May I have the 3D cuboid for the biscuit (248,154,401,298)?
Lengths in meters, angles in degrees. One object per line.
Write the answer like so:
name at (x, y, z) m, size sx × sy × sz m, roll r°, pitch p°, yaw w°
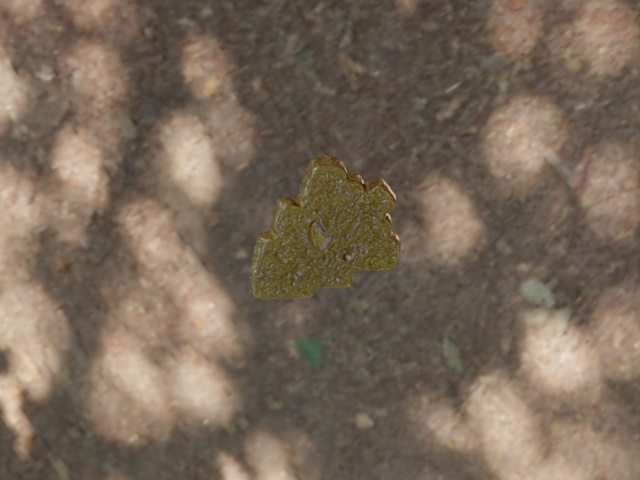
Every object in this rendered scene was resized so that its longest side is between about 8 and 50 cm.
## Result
biscuit at (0.000, 0.000, 0.729) m, size 0.082 × 0.092 × 0.016 m, roll 47°, pitch -173°, yaw -35°
